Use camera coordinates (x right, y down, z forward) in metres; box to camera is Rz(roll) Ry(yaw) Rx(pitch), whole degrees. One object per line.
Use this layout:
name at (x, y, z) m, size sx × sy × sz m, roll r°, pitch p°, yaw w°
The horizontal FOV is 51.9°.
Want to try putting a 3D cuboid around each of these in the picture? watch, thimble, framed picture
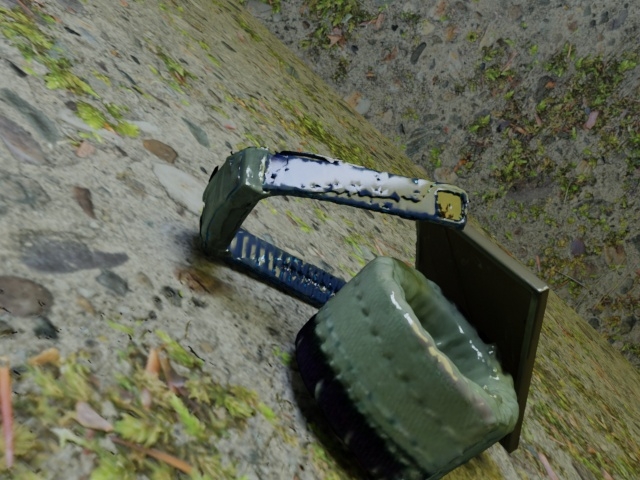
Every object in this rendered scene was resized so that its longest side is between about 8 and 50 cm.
watch at (-0.010, 0.005, 0.778) m, size 0.275 × 0.276 × 0.068 m, roll 9°, pitch 54°, yaw -16°
thimble at (0.093, 0.141, 0.691) m, size 0.237 × 0.150 × 0.237 m, roll 41°, pitch 17°, yaw -16°
framed picture at (0.184, 0.105, 0.820) m, size 0.213 × 0.016 × 0.289 m, roll 47°, pitch -28°, yaw 45°
